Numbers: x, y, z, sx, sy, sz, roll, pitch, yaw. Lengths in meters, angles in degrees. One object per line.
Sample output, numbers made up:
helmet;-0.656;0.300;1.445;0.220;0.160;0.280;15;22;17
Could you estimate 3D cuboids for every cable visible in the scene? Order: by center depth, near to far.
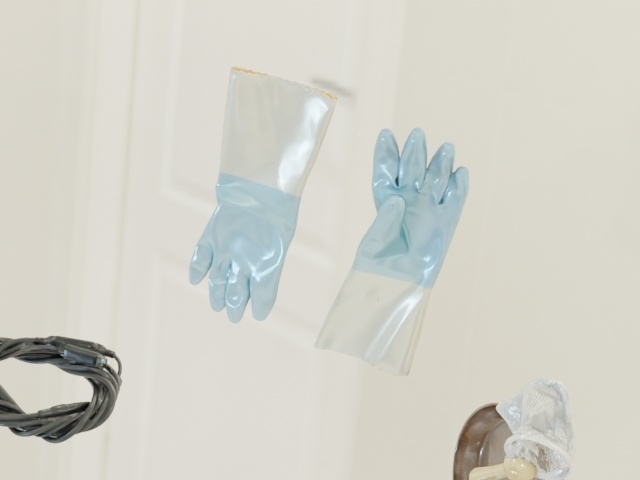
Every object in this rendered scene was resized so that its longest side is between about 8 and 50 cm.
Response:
cable;-0.313;0.161;1.704;0.184;0.047;0.150;11;39;-1

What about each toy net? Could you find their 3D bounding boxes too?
toy net;0.164;0.224;1.284;0.122;0.232;0.045;33;31;29

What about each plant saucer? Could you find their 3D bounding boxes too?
plant saucer;0.183;0.237;1.479;0.029;0.168;0.168;-2;18;-28

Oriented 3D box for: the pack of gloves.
pack of gloves;0.000;0.000;1.192;0.195;0.232;0.046;16;34;1
